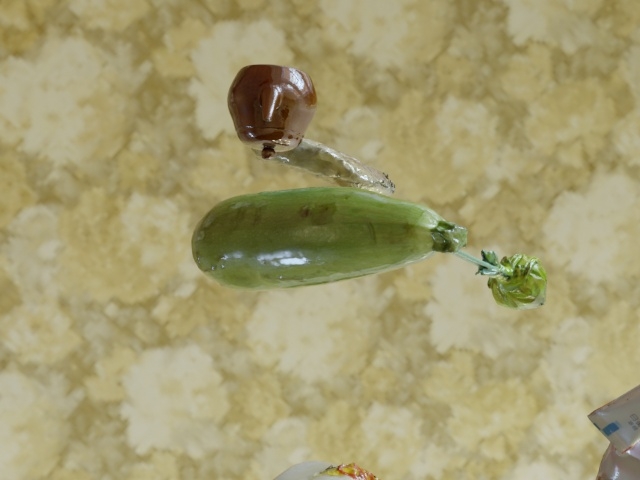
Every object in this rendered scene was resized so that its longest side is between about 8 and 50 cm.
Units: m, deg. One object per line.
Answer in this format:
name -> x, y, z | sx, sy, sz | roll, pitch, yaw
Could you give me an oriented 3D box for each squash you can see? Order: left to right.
squash -> -0.005, -0.005, 1.456 | 0.370, 0.118, 0.118 | -5, -136, 42

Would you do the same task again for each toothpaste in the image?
toothpaste -> 0.316, 0.118, 1.124 | 0.190, 0.048, 0.031 | -42, -176, 30

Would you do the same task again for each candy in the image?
candy -> 0.217, 0.033, 1.704 | 0.073, 0.262, 0.077 | 15, -96, 40

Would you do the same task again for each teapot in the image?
teapot -> -0.060, -0.150, 1.587 | 0.116, 0.116, 0.173 | -48, 176, -6

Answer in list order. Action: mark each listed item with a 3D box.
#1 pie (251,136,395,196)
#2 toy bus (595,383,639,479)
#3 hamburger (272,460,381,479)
pie -> 0.013, -0.102, 1.788 | 0.185, 0.218, 0.052 | 20, -90, 48
toy bus -> 0.486, 0.298, 1.546 | 0.179, 0.305, 0.143 | -44, 153, -40
hamburger -> 0.004, 0.492, 2.092 | 0.294, 0.276, 0.179 | -41, -141, -20
